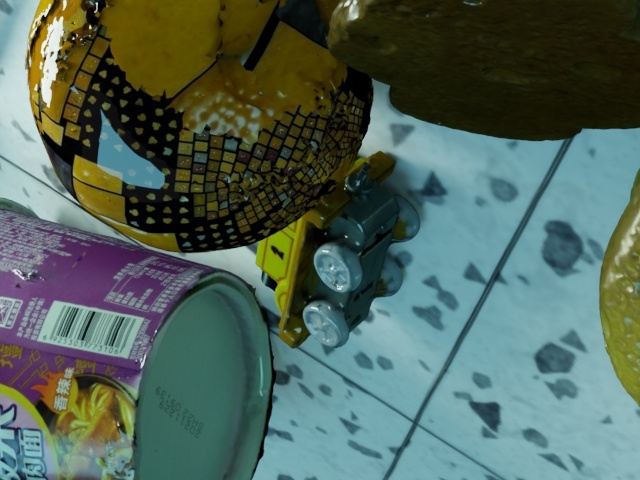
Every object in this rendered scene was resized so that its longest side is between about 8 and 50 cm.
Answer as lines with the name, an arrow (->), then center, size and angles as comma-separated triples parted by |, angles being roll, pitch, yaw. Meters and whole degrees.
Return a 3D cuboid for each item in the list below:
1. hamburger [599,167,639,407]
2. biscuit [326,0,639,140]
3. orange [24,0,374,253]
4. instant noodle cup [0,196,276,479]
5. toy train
hamburger -> 0.255, -0.014, 0.741 | 0.156, 0.144, 0.283 | 35, 129, 20
biscuit -> 0.110, -0.114, 0.742 | 0.208, 0.041, 0.290 | 11, 170, -4
orange -> -0.082, -0.106, 0.868 | 0.234, 0.234, 0.182 | 52, 161, -17
instant noodle cup -> -0.209, 0.137, 1.192 | 0.266, 0.340, 0.340 | 6, 134, 23
toy train -> 0.000, 0.000, 1.030 | 0.127, 0.089, 0.219 | 38, 146, 19
